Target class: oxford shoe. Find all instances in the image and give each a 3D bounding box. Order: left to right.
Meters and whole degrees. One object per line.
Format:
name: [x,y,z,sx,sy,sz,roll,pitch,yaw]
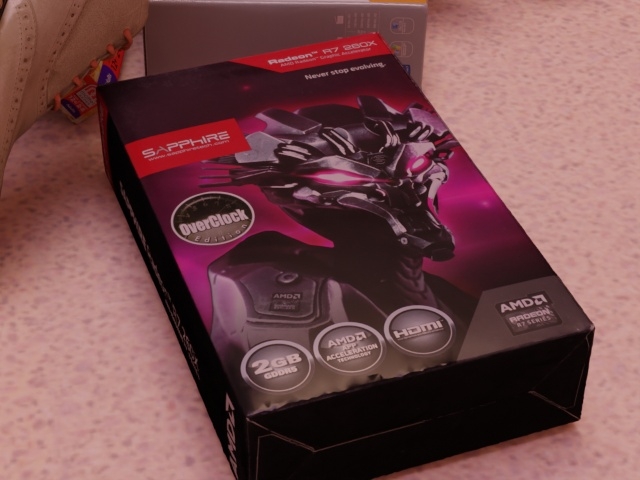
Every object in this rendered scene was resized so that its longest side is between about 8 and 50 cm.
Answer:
oxford shoe: [-0.193,-0.143,1.063,0.146,0.397,0.140,17,0,-28]

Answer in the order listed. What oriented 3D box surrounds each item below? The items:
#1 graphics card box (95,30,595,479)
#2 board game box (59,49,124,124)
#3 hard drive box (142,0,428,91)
graphics card box: [0.000,0.000,1.047,0.232,0.094,0.371,-12,42,-15]
board game box: [-0.236,-0.208,1.221,0.045,0.193,0.147,-29,34,23]
hard drive box: [-0.030,-0.210,1.301,0.232,0.089,0.181,0,39,-2]
